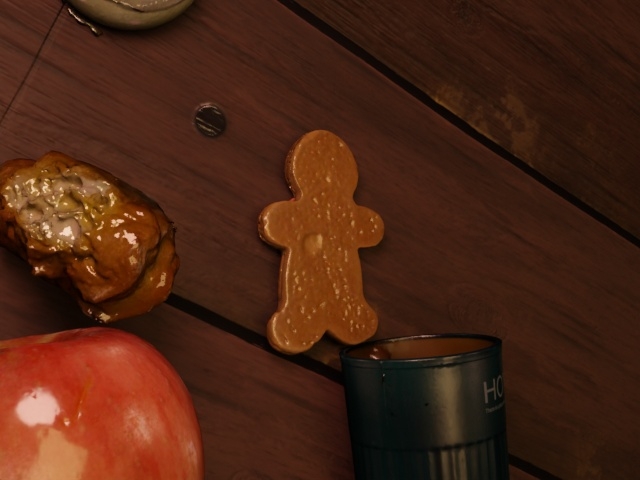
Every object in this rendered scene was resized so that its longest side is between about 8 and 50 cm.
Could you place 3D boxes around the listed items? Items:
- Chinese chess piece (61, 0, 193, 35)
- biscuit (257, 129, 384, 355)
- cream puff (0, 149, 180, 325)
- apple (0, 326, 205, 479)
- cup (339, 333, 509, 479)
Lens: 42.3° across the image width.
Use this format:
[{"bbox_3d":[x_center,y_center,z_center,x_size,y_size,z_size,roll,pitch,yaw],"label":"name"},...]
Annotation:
[{"bbox_3d":[-0.265,-0.400,1.134,0.238,0.092,0.237,2,86,-29],"label":"Chinese chess piece"},{"bbox_3d":[0.000,0.000,1.278,0.216,0.047,0.339,-2,85,-32],"label":"biscuit"},{"bbox_3d":[-0.277,-0.004,1.005,0.241,0.269,0.155,41,79,-32],"label":"cream puff"},{"bbox_3d":[-0.302,0.268,0.906,0.364,0.364,0.364,2,85,-29],"label":"apple"},{"bbox_3d":[0.163,0.300,1.267,0.242,0.308,0.292,-5,89,3],"label":"cup"}]
